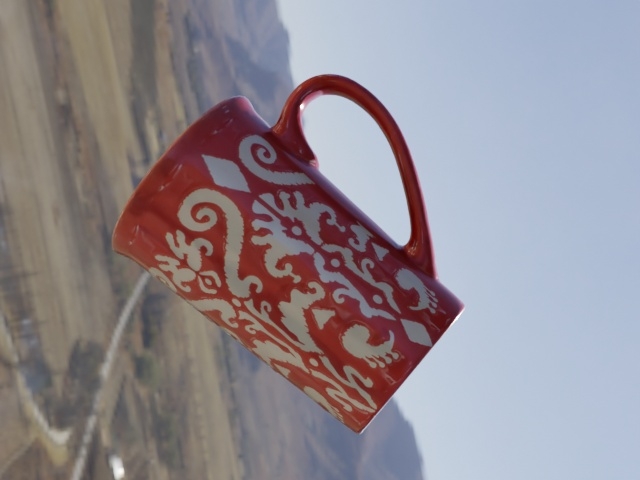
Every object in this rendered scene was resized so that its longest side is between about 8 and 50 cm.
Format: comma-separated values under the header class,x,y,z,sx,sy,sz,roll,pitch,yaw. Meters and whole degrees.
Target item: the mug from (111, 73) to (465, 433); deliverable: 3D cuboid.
class,x,y,z,sx,sy,sz,roll,pitch,yaw
mug,-0.005,0.005,0.615,0.150,0.169,0.113,-54,171,31
